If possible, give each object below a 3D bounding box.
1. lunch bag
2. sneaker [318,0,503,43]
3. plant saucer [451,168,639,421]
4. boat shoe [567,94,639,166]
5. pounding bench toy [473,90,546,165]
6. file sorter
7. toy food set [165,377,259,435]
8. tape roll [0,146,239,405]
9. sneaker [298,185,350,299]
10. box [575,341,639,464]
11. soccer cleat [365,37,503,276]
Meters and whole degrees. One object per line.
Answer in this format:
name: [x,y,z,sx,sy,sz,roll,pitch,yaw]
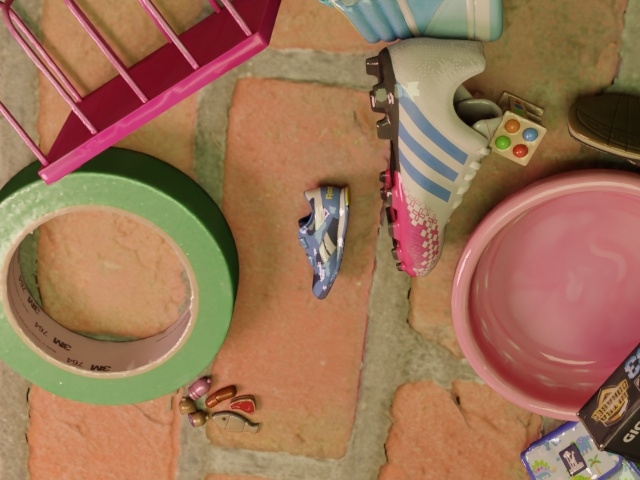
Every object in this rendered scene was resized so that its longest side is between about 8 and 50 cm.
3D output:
lunch bag: [0.345,0.293,2.079,0.129,0.096,0.151,-37,96,23]
sneaker: [0.076,-0.344,1.737,0.208,0.127,0.319,-8,116,6]
plant saucer: [0.320,0.058,1.957,0.332,0.084,0.332,2,117,3]
boat shoe: [0.385,-0.107,1.870,0.223,0.080,0.073,8,150,0]
pounding bench toy: [0.207,-0.132,1.873,0.083,0.065,0.052,24,117,-9]
file sorter: [-0.214,-0.238,1.767,0.290,0.202,0.182,-30,111,18]
toy food set: [-0.135,0.210,2.100,0.122,0.019,0.078,11,118,-2]
tape roll: [-0.260,0.046,1.991,0.321,0.077,0.321,2,118,3]
sneaker: [0.000,0.000,1.965,0.059,0.053,0.144,8,110,-1]
box: [0.493,0.153,1.925,0.293,0.073,0.295,21,116,-39]
soccer cleat: [0.136,-0.085,1.845,0.143,0.116,0.331,-8,135,0]
